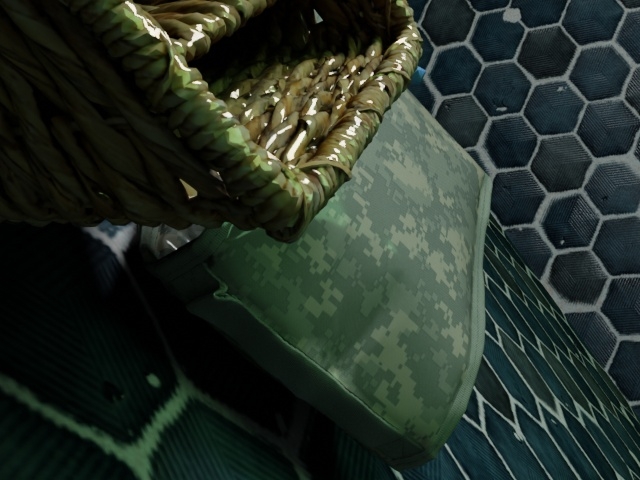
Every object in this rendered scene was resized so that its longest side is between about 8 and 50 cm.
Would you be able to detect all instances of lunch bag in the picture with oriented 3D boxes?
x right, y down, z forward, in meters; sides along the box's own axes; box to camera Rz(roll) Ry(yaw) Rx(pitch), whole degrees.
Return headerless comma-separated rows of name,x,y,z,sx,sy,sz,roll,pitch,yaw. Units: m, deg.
lunch bag,0.000,0.000,0.660,0.235,0.169,0.287,44,36,-25

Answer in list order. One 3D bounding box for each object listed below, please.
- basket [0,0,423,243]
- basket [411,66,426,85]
basket,-0.082,-0.150,0.441,0.299,0.222,0.214,-56,142,-59
basket,0.001,-0.285,1.229,0.288,0.201,0.255,25,12,10
